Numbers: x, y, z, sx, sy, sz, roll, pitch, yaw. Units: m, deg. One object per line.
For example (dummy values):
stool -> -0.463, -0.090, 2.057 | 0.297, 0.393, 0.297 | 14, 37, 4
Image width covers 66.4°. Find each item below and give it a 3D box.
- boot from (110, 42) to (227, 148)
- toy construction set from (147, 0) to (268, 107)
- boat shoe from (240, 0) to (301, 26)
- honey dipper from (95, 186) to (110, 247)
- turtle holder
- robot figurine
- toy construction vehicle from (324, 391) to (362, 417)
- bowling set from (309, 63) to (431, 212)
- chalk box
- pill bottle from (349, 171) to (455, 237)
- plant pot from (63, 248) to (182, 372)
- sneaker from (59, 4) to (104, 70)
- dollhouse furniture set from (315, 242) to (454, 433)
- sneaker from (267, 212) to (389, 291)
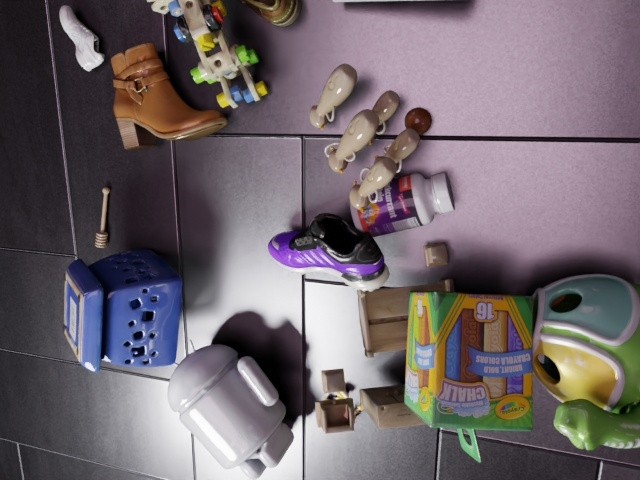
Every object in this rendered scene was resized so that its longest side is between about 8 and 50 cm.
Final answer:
boot -> -0.353, -0.335, 1.116 | 0.284, 0.109, 0.220 | -3, 98, 26
toy construction set -> -0.236, -0.439, 0.996 | 0.151, 0.215, 0.327 | -36, 85, 9
boat shoe -> -0.171, -0.562, 0.988 | 0.307, 0.104, 0.110 | 39, 111, 6
honey dipper -> -0.567, -0.061, 1.280 | 0.031, 0.030, 0.160 | 16, 106, 14
turtle holder -> 0.475, 0.208, 0.855 | 0.228, 0.243, 0.320 | 16, 71, 13
robot figurine -> -0.225, 0.397, 1.183 | 0.353, 0.200, 0.300 | 47, 114, 3
toy construction vehicle -> 0.050, 0.408, 1.189 | 0.086, 0.035, 0.098 | 42, 109, 17
bowling set -> 0.115, -0.191, 0.965 | 0.154, 0.200, 0.286 | -47, 52, 50
chalk box -> 0.259, 0.240, 0.889 | 0.179, 0.180, 0.288 | 5, 82, -5
pill bottle -> 0.166, -0.075, 0.991 | 0.194, 0.108, 0.108 | -14, 98, 20
plant pot -> -0.475, 0.163, 1.157 | 0.236, 0.212, 0.235 | 26, 112, 47
sneaker -> -0.566, -0.489, 1.170 | 0.061, 0.053, 0.152 | -20, 102, 12
dollhouse furniture set -> 0.124, 0.200, 1.058 | 0.304, 0.174, 0.355 | -5, 84, -6
sneaker -> 0.001, -0.001, 1.014 | 0.294, 0.102, 0.146 | 12, 140, 34
